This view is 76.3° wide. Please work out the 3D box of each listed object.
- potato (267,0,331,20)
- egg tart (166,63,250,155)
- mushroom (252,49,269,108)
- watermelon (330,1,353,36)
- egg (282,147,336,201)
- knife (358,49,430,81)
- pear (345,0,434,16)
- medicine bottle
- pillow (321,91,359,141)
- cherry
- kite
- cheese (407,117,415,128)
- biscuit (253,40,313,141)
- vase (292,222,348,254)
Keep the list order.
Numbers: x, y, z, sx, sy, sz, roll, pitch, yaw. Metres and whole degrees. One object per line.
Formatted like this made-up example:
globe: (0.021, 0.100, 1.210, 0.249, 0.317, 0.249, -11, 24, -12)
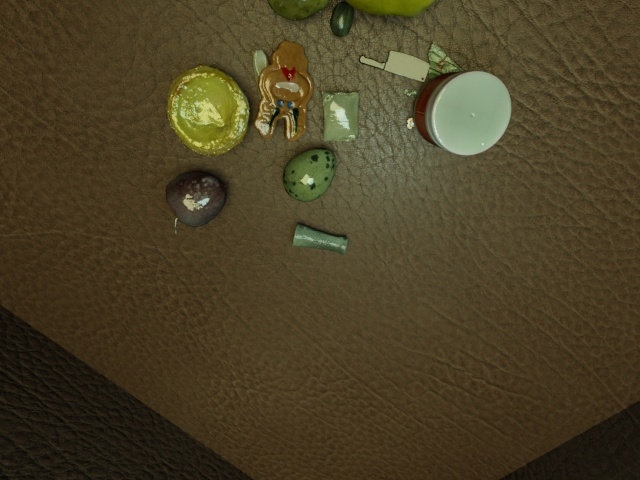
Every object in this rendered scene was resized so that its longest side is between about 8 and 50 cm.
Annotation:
potato: (-0.099, -0.844, 1.270, 0.210, 0.173, 0.308, -25, 107, 22)
egg tart: (-0.399, -0.470, 1.480, 0.314, 0.120, 0.315, 1, 111, 2)
mushroom: (-0.203, -0.562, 1.448, 0.084, 0.071, 0.209, -21, 114, -23)
watermelon: (0.072, -0.738, 1.354, 0.078, 0.078, 0.111, 14, 107, -2)
egg: (-0.037, -0.249, 1.518, 0.228, 0.177, 0.177, -44, 104, 2)
knife: (0.257, -0.620, 1.418, 0.245, 0.019, 0.072, 16, 111, 0)
pear: (0.190, -0.842, 1.161, 0.418, 0.362, 0.362, 37, 111, -7)
medicine bottle: (0.456, -0.424, 1.350, 0.252, 0.241, 0.253, -1, 111, -2)
pillow: (0.072, -0.444, 1.478, 0.134, 0.078, 0.182, 2, 114, 3)
cherry: (-0.490, -0.160, 1.583, 0.265, 0.184, 0.213, -29, 117, -1)
kite: (0.432, -0.535, 1.449, 0.267, 0.013, 0.323, -5, 114, 6)
cheese: (0.372, -0.427, 1.487, 0.111, 0.017, 0.047, 2, 113, 3)
biscuit: (-0.124, -0.519, 1.431, 0.201, 0.047, 0.334, 4, 104, -25)
vase: (0.000, 0.000, 1.665, 0.219, 0.096, 0.096, 13, 113, -5)
